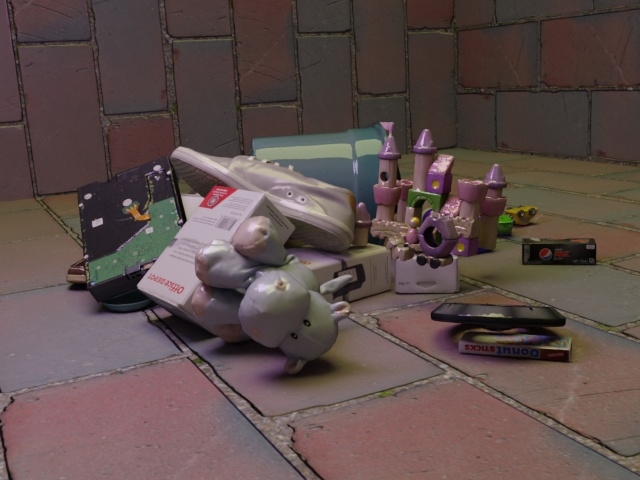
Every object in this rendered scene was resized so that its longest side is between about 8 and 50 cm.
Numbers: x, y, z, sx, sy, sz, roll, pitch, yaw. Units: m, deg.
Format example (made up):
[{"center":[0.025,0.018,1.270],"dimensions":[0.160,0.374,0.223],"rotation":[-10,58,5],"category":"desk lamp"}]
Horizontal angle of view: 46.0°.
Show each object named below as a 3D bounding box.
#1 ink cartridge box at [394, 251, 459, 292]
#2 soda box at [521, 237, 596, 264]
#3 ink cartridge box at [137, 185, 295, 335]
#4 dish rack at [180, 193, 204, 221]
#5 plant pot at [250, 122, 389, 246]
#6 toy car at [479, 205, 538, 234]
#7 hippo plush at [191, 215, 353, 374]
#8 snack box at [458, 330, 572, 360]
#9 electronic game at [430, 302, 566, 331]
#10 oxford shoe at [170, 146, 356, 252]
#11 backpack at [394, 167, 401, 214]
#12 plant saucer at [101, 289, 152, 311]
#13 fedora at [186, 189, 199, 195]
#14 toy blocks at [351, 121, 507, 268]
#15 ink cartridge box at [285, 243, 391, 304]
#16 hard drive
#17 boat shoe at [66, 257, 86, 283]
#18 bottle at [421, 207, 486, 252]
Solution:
[{"center":[0.237,0.054,1.694],"dimensions":[0.139,0.082,0.191],"rotation":[0,11,7],"category":"ink cartridge box"},{"center":[0.568,0.026,1.798],"dimensions":[0.168,0.053,0.060],"rotation":[0,13,15],"category":"soda box"},{"center":[-0.210,0.034,1.503],"dimensions":[0.197,0.114,0.273],"rotation":[13,62,52],"category":"ink cartridge box"},{"center":[-0.300,-0.005,1.745],"dimensions":[0.332,0.072,0.286],"rotation":[5,52,20],"category":"dish rack"},{"center":[-0.014,-0.136,1.950],"dimensions":[0.334,0.341,0.341],"rotation":[0,12,-9],"category":"plant pot"},{"center":[0.516,-0.054,2.173],"dimensions":[0.238,0.053,0.225],"rotation":[-2,13,8],"category":"toy car"},{"center":[-0.079,0.131,1.286],"dimensions":[0.294,0.234,0.236],"rotation":[37,11,-32],"category":"hippo plush"},{"center":[0.326,0.175,1.261],"dimensions":[0.178,0.022,0.064],"rotation":[2,11,21],"category":"snack box"},{"center":[0.307,0.135,1.311],"dimensions":[0.229,0.048,0.229],"rotation":[2,-3,0],"category":"electronic game"},{"center":[-0.117,-0.111,1.632],"dimensions":[0.449,0.130,0.169],"rotation":[22,-21,15],"category":"oxford shoe"},{"center":[0.116,-0.154,2.327],"dimensions":[0.263,0.277,0.213],"rotation":[-2,-1,-9],"category":"backpack"},{"center":[-0.418,0.133,1.649],"dimensions":[0.119,0.021,0.119],"rotation":[-3,13,1],"category":"plant saucer"},{"center":[-0.361,-0.058,2.145],"dimensions":[0.243,0.124,0.275],"rotation":[-39,12,7],"category":"fedora"},{"center":[0.228,-0.113,1.632],"dimensions":[0.288,0.260,0.309],"rotation":[14,16,35],"category":"toy blocks"},{"center":[0.011,0.070,1.636],"dimensions":[0.237,0.100,0.172],"rotation":[-12,15,-37],"category":"ink cartridge box"},{"center":[-0.422,-0.034,1.714],"dimensions":[0.236,0.064,0.339],"rotation":[-21,47,-3],"category":"hard drive"},{"center":[-0.535,0.024,1.934],"dimensions":[0.123,0.123,0.342],"rotation":[1,13,21],"category":"boat shoe"},{"center":[0.359,-0.036,2.038],"dimensions":[0.118,0.092,0.283],"rotation":[-7,13,-18],"category":"bottle"}]
